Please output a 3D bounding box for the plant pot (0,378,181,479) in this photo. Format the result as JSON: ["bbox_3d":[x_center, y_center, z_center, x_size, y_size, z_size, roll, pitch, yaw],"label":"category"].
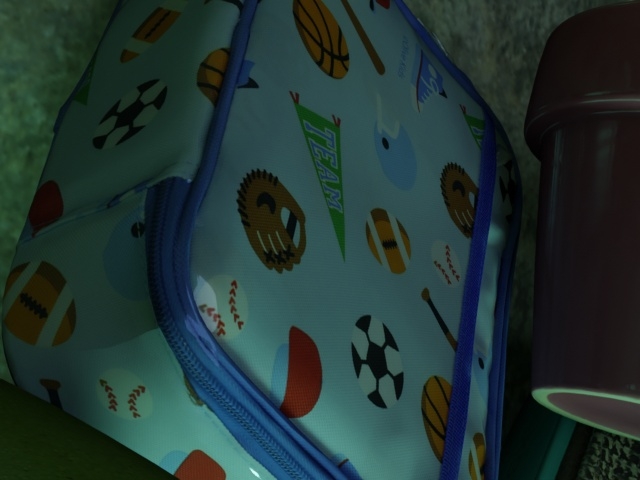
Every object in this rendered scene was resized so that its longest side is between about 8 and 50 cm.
[{"bbox_3d":[-0.137,0.181,0.376,0.366,0.353,0.366,1,88,-43],"label":"plant pot"}]

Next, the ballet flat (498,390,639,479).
[{"bbox_3d":[0.104,0.239,0.714,0.182,0.164,0.483,41,54,3],"label":"ballet flat"}]

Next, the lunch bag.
[{"bbox_3d":[0.000,0.000,0.627,0.243,0.115,0.303,47,38,-29],"label":"lunch bag"}]

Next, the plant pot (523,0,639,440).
[{"bbox_3d":[0.186,0.005,0.694,0.201,0.201,0.180,27,74,-40],"label":"plant pot"}]
